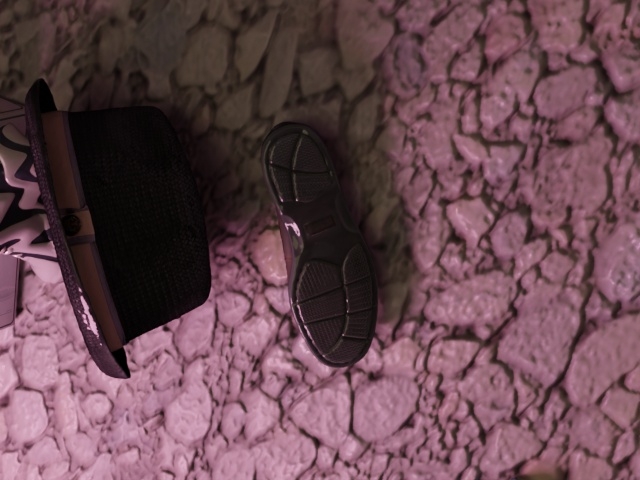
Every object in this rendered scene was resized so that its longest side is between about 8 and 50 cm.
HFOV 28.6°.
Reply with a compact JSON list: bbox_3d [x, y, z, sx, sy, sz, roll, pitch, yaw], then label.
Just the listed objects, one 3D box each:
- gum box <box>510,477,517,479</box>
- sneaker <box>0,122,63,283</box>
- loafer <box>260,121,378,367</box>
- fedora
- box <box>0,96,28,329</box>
[{"bbox_3d":[0.233,0.370,1.339,0.184,0.041,0.157,38,119,13],"label":"gum box"},{"bbox_3d":[-0.373,-0.008,1.422,0.094,0.153,0.235,44,155,26],"label":"sneaker"},{"bbox_3d":[0.000,0.000,1.333,0.096,0.084,0.268,-14,105,-2],"label":"loafer"},{"bbox_3d":[-0.204,-0.025,1.352,0.152,0.334,0.334,-15,100,-6],"label":"fedora"},{"bbox_3d":[-0.441,-0.020,1.482,0.087,0.169,0.290,21,113,28],"label":"box"}]
